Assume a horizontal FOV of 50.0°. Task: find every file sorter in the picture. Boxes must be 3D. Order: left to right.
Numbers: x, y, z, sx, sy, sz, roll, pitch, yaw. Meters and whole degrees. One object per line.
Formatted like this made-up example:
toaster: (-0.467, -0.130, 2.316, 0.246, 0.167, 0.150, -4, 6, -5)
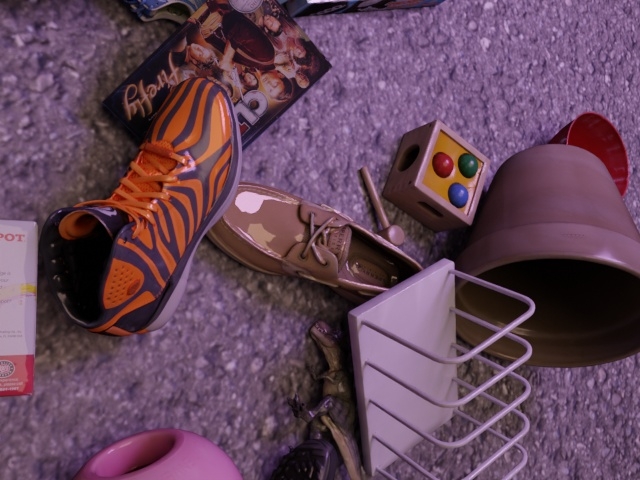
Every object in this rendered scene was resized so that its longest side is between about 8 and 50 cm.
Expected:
file sorter: (0.175, 0.205, 0.939, 0.193, 0.173, 0.277, -25, 122, -33)

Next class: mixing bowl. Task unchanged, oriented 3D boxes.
mixing bowl: (0.485, -0.141, 1.296, 0.182, 0.098, 0.181, 6, 78, -32)

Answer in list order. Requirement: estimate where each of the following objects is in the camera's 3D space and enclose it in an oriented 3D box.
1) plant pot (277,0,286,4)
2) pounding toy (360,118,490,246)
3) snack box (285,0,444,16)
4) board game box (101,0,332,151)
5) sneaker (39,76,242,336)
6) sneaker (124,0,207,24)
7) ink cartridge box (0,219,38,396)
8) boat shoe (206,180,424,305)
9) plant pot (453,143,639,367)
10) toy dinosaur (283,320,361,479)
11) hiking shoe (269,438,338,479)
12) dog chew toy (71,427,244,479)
plant pot: (-0.097, -0.426, 0.906, 0.166, 0.166, 0.234, -31, 108, -5)
pounding toy: (0.157, -0.081, 1.078, 0.181, 0.094, 0.206, 32, 66, -25)
snack box: (0.070, -0.469, 1.105, 0.322, 0.060, 0.187, -17, 93, -33)
board game box: (-0.128, -0.200, 0.871, 0.243, 0.042, 0.165, -43, 108, 5)
sneaker: (-0.191, -0.045, 0.756, 0.180, 0.125, 0.321, 28, 78, -73)
sneaker: (-0.232, -0.335, 0.878, 0.211, 0.080, 0.081, 12, 73, -30)
ink cartridge box: (-0.366, 0.069, 0.697, 0.128, 0.127, 0.176, 4, 80, -31)
boat shoe: (0.000, 0.000, 0.954, 0.341, 0.110, 0.121, 22, 71, -28)
plant pot: (0.370, 0.007, 1.102, 0.323, 0.323, 0.280, 31, 51, -25)
toy dinosaur: (0.008, 0.250, 0.952, 0.118, 0.064, 0.268, -9, 90, -40)
hiking shoe: (-0.014, 0.369, 0.904, 0.114, 0.086, 0.226, 15, 92, -47)
dog chew toy: (-0.158, 0.381, 0.748, 0.207, 0.207, 0.331, -20, 102, -33)
